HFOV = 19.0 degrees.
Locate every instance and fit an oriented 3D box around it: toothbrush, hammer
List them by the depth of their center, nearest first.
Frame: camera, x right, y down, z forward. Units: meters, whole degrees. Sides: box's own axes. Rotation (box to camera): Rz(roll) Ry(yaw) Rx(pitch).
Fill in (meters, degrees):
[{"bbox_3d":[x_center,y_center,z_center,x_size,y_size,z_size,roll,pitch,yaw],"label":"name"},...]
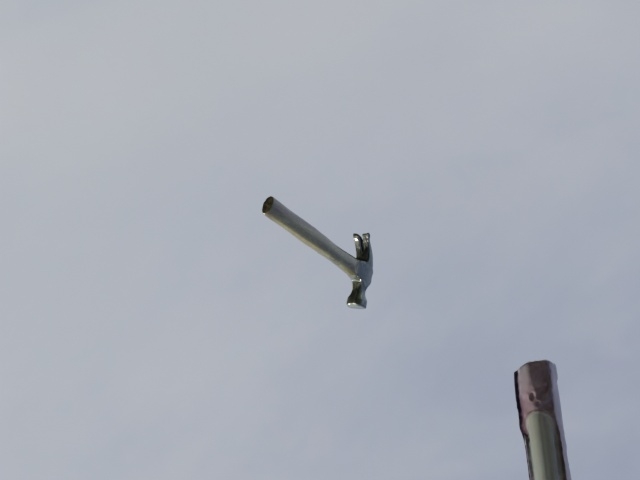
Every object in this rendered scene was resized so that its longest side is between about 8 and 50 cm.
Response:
[{"bbox_3d":[0.130,0.226,0.940,0.024,0.029,0.354,-22,-120,32],"label":"toothbrush"},{"bbox_3d":[0.000,0.000,1.574,0.017,0.182,0.062,3,-109,29],"label":"hammer"}]
